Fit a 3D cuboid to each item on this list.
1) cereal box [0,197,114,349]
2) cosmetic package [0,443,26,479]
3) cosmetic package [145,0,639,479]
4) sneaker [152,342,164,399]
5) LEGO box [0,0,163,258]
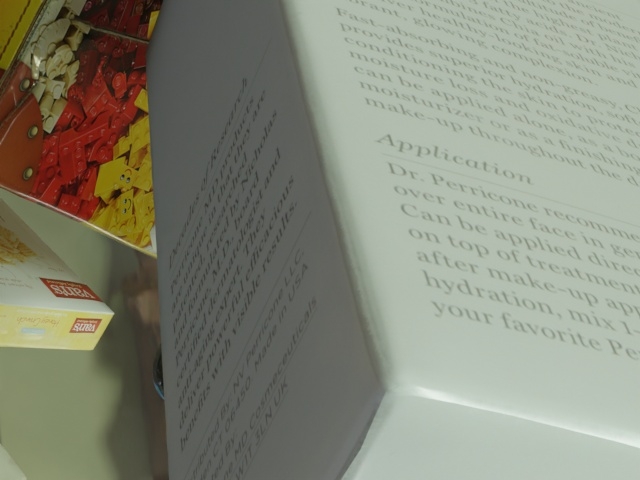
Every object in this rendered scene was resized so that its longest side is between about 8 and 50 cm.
[{"bbox_3d":[-0.307,0.004,1.077,0.173,0.240,0.047,9,116,-57],"label":"cereal box"},{"bbox_3d":[-0.463,0.291,1.373,0.160,0.309,0.113,-43,81,8],"label":"cosmetic package"},{"bbox_3d":[0.057,-0.011,0.559,0.230,0.453,0.161,15,122,-19],"label":"cosmetic package"},{"bbox_3d":[-0.069,0.116,1.708,0.341,0.140,0.125,-31,111,-10],"label":"sneaker"},{"bbox_3d":[-0.292,-0.180,0.947,0.500,0.372,0.193,26,87,24],"label":"LEGO box"}]
